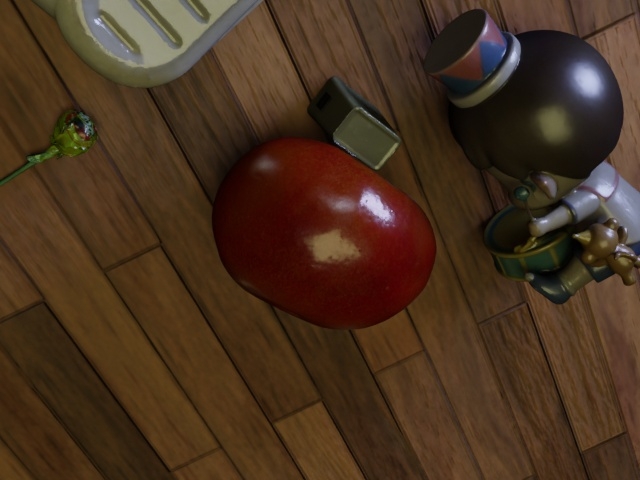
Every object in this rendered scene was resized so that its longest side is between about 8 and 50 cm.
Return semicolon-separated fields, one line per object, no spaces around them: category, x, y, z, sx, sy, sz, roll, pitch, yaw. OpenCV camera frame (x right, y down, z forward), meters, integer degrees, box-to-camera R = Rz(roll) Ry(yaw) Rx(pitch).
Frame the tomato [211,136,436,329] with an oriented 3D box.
tomato;0.000;0.000;0.642;0.195;0.195;0.136;32;81;-23

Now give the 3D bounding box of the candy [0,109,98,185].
candy;-0.246;-0.072;0.648;0.122;0.035;0.035;-29;129;14

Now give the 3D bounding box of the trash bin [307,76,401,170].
trash bin;0.031;-0.101;0.651;0.061;0.092;0.043;34;103;-24

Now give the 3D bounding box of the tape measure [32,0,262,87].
tape measure;-0.109;-0.258;0.532;0.258;0.130;0.265;-40;111;6

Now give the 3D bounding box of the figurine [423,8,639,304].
figurine;0.191;-0.082;0.666;0.158;0.161;0.276;-9;121;34
